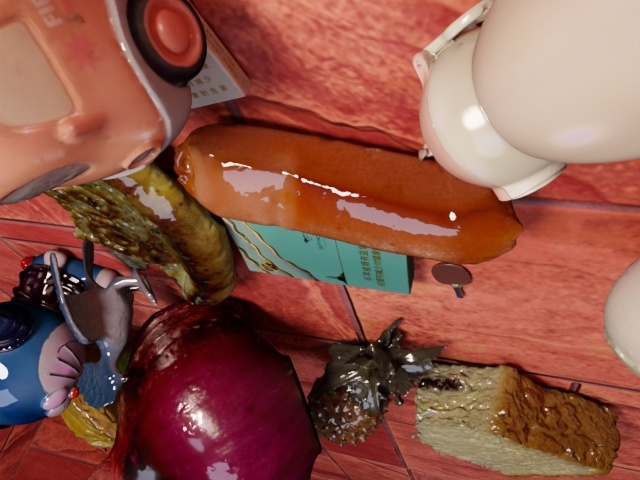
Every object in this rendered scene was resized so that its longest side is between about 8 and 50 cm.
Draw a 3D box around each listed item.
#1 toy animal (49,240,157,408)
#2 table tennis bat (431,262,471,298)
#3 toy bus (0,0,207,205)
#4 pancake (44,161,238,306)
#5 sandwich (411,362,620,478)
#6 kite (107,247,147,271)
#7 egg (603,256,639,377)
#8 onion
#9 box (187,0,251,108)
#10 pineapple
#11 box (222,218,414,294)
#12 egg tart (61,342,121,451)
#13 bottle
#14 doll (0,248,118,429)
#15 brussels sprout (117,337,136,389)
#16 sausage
[{"bbox_3d":[-0.343,0.115,0.920,0.255,0.176,0.239,51,169,21],"label":"toy animal"},{"bbox_3d":[0.175,0.052,0.775,0.050,0.007,0.083,-1,145,28],"label":"table tennis bat"},{"bbox_3d":[-0.233,-0.145,0.381,0.194,0.232,0.288,-8,118,33],"label":"toy bus"},{"bbox_3d":[-0.261,-0.037,0.755,0.304,0.067,0.427,15,154,13],"label":"pancake"},{"bbox_3d":[0.308,0.316,1.045,0.325,0.131,0.262,23,152,-16],"label":"sandwich"},{"bbox_3d":[-0.282,-0.009,0.905,0.267,0.013,0.323,29,151,-19],"label":"kite"},{"bbox_3d":[0.365,0.070,0.518,0.217,0.183,0.183,-17,138,31],"label":"egg"},{"bbox_3d":[-0.231,0.317,1.008,0.398,0.420,0.398,52,159,30],"label":"onion"},{"bbox_3d":[-0.143,-0.182,0.513,0.090,0.024,0.167,-3,146,32],"label":"box"},{"bbox_3d":[0.078,0.246,1.048,0.165,0.166,0.364,19,143,-3],"label":"pineapple"},{"bbox_3d":[-0.001,0.000,0.739,0.229,0.041,0.162,7,149,16],"label":"box"},{"bbox_3d":[-0.526,0.376,1.416,0.345,0.132,0.345,50,-179,-2],"label":"egg tart"},{"bbox_3d":[0.152,-0.107,0.376,0.147,0.148,0.236,27,157,-18],"label":"bottle"},{"bbox_3d":[-0.514,0.182,1.057,0.240,0.310,0.284,17,151,3],"label":"doll"},{"bbox_3d":[-0.401,0.302,1.381,0.180,0.144,0.161,15,125,-44],"label":"brussels sprout"},{"bbox_3d":[0.022,-0.050,0.591,0.348,0.094,0.097,13,138,10],"label":"sausage"}]
